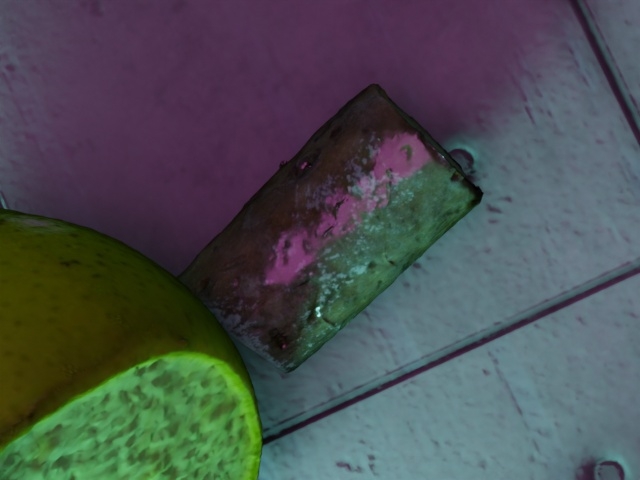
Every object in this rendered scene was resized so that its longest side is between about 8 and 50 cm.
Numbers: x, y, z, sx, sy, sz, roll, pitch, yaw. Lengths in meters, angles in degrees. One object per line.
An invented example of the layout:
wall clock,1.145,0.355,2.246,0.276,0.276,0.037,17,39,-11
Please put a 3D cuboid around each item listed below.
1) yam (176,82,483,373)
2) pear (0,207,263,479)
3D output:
yam,0.000,0.000,0.954,0.194,0.107,0.107,-43,82,10
pear,-0.214,0.107,0.941,0.318,0.238,0.342,31,138,26
